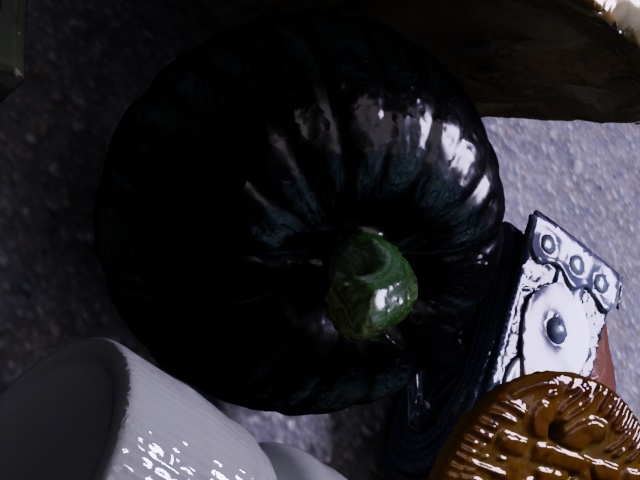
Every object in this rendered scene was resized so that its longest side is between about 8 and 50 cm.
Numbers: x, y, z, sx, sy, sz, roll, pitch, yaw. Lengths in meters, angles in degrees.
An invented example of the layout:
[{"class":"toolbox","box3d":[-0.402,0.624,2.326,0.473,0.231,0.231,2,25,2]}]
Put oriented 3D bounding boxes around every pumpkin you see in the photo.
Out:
[{"class":"pumpkin","box3d":[0.000,0.000,0.913,0.248,0.248,0.248,24,54,-37]}]

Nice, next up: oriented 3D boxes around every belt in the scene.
[{"class":"belt","box3d":[0.111,0.090,1.092,0.128,0.122,0.218,34,57,-26]}]

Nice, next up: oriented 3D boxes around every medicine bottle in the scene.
[{"class":"medicine bottle","box3d":[-0.023,0.225,0.814,0.371,0.211,0.211,38,46,-27]}]

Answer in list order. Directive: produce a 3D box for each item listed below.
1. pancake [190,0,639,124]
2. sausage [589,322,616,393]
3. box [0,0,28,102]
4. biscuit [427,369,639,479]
[{"class":"pancake","box3d":[0.045,-0.160,0.982,0.387,0.387,0.082,30,75,-32]},{"class":"sausage","box3d":[0.181,0.210,1.134,0.088,0.088,0.433,25,54,-36]},{"class":"box","box3d":[-0.207,-0.116,0.917,0.060,0.063,0.084,21,56,-39]},{"class":"biscuit","box3d":[0.143,0.176,1.015,0.188,0.027,0.187,-6,102,-30]}]
